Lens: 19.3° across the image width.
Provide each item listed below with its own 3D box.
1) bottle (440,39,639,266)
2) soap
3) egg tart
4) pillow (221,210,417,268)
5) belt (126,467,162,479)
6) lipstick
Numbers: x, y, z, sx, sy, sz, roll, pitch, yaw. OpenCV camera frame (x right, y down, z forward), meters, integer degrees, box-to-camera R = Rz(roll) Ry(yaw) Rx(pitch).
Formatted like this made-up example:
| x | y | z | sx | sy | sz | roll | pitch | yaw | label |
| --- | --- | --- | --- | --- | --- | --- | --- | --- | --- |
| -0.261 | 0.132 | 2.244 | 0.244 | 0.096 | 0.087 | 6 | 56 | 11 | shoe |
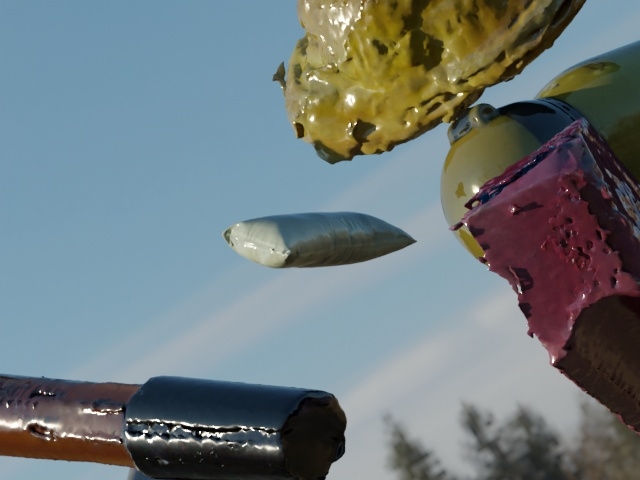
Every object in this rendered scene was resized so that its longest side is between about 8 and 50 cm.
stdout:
| x | y | z | sx | sy | sz | roll | pitch | yaw | label |
| --- | --- | --- | --- | --- | --- | --- | --- | --- | --- |
| 0.259 | -0.076 | 1.597 | 0.351 | 0.171 | 0.171 | -22 | -15 | -26 | bottle |
| 0.169 | 0.019 | 1.185 | 0.099 | 0.162 | 0.250 | -31 | -30 | 15 | soap |
| 0.105 | -0.252 | 1.684 | 0.351 | 0.153 | 0.339 | -20 | 37 | 38 | egg tart |
| 0.001 | 0.000 | 2.597 | 0.254 | 0.078 | 0.144 | -4 | 5 | -43 | pillow |
| -0.131 | 0.309 | 1.816 | 0.117 | 0.347 | 0.212 | 5 | -25 | 5 | belt |
| -0.154 | 0.137 | 1.405 | 0.418 | 0.077 | 0.077 | -2 | 11 | 42 | lipstick |
